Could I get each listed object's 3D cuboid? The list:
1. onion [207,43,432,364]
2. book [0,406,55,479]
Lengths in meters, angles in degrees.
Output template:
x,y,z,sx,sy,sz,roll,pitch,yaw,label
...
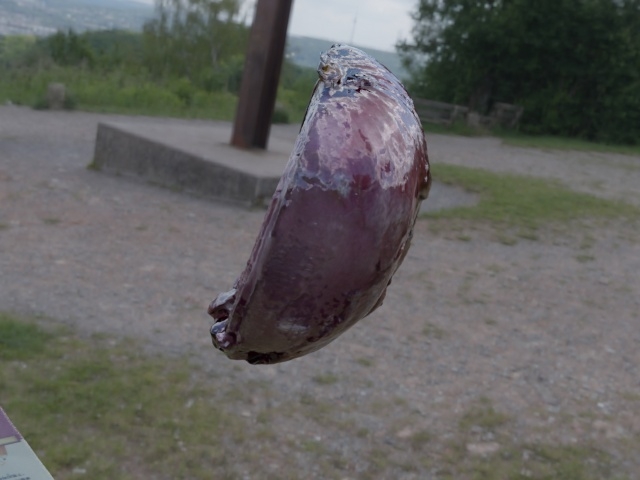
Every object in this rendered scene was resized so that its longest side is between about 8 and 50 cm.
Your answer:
x,y,z,sx,sy,sz,roll,pitch,yaw,label
0.000,0.000,0.642,0.120,0.283,0.227,24,40,-6,onion
-0.335,0.221,0.761,0.162,0.022,0.232,-6,27,-41,book
